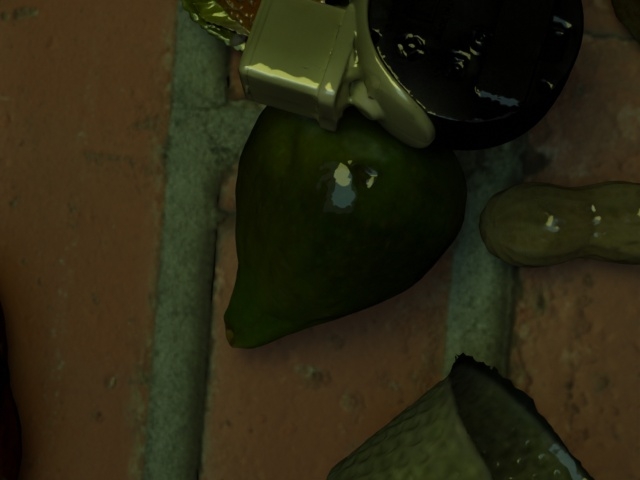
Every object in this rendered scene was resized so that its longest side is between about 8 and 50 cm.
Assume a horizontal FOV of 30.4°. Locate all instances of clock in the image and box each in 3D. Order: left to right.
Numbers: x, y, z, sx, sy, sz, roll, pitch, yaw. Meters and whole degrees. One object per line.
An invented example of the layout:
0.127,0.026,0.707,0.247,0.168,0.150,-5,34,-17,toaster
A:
0.097,-0.259,0.921,0.276,0.120,0.379,14,76,4,clock

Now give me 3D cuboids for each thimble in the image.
0.141,0.242,0.964,0.150,0.271,0.271,-40,83,14,thimble

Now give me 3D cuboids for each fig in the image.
0.000,0.000,1.039,0.206,0.206,0.275,36,114,10,fig

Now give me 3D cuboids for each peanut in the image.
0.229,-0.014,1.018,0.187,0.082,0.082,0,93,14,peanut

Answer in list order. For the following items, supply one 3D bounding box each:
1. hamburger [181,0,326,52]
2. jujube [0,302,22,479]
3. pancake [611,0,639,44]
-0.038,-0.242,1.046,0.210,0.116,0.173,47,117,7,hamburger
-0.396,0.159,1.126,0.223,0.223,0.318,1,86,14,jujube
0.393,-0.241,0.977,0.305,0.067,0.427,-13,88,12,pancake
